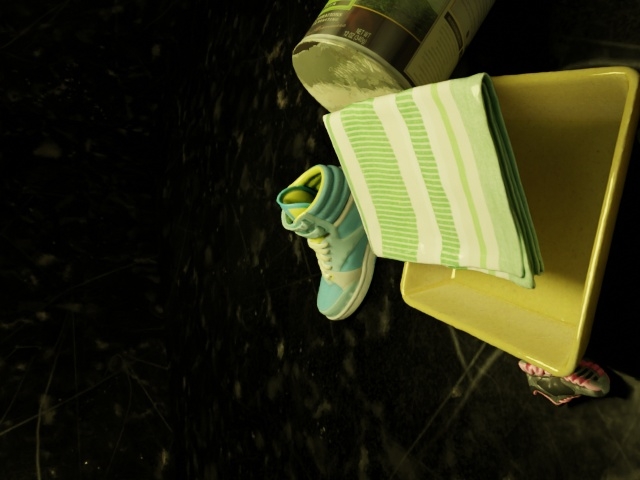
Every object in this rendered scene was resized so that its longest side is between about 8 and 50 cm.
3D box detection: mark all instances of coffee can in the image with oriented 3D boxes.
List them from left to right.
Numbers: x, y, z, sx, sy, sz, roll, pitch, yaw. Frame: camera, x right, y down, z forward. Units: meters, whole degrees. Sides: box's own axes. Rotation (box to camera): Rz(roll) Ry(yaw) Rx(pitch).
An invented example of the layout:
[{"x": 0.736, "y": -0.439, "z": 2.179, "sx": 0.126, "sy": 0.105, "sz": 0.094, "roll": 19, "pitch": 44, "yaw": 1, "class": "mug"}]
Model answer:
[{"x": 0.117, "y": -0.310, "z": 0.862, "sx": 0.275, "sy": 0.201, "sz": 0.201, "roll": -59, "pitch": 25, "yaw": -13, "class": "coffee can"}]

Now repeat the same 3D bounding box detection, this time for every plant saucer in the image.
[{"x": 0.251, "y": -0.038, "z": 0.793, "sx": 0.332, "sy": 0.080, "sz": 0.333, "roll": 23, "pitch": 105, "yaw": 62, "class": "plant saucer"}]

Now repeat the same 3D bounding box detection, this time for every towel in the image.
[{"x": 0.127, "y": -0.069, "z": 0.790, "sx": 0.325, "sy": 0.038, "sz": 0.248, "roll": 12, "pitch": 126, "yaw": 62, "class": "towel"}]

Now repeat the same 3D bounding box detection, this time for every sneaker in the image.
[{"x": 0.000, "y": 0.000, "z": 1.123, "sx": 0.127, "sy": 0.208, "sz": 0.319, "roll": 47, "pitch": 126, "yaw": 54, "class": "sneaker"}, {"x": 0.289, "y": 0.171, "z": 0.727, "sx": 0.119, "sy": 0.047, "sz": 0.057, "roll": 4, "pitch": 107, "yaw": 64, "class": "sneaker"}]

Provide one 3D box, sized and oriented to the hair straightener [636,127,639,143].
[{"x": 0.379, "y": -0.172, "z": 0.566, "sx": 0.230, "sy": 0.089, "sz": 0.047, "roll": -58, "pitch": 35, "yaw": 40, "class": "hair straightener"}]
